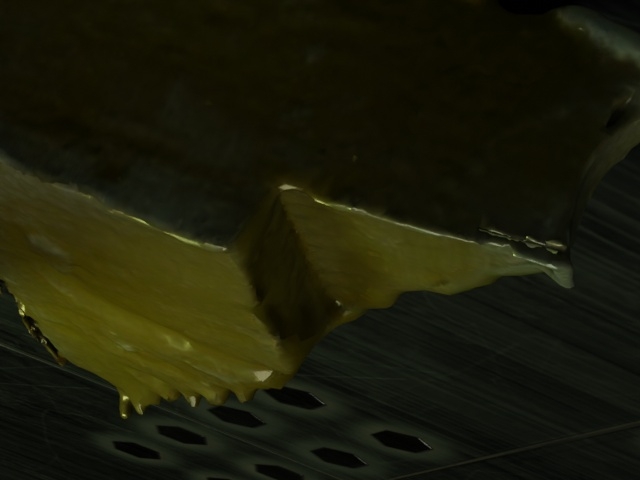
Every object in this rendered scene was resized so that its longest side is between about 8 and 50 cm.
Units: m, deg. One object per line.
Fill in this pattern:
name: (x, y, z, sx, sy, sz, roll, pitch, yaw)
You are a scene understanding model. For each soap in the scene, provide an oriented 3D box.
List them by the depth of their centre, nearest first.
soap: (0.000, 0.000, 0.783, 0.304, 0.169, 0.339, 19, 160, 16)
